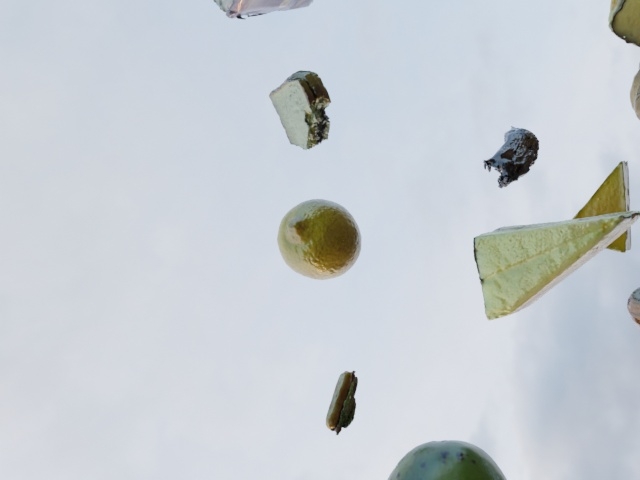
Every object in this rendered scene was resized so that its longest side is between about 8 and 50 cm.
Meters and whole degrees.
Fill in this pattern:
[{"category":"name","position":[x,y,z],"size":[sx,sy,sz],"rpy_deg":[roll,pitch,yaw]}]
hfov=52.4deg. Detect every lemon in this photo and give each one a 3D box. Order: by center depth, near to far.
[{"category":"lemon","position":[0.000,0.000,1.475],"size":[0.244,0.187,0.186],"rpy_deg":[29,-107,-60]}]

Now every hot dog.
[{"category":"hot dog","position":[0.049,0.320,1.285],"size":[0.056,0.041,0.133],"rpy_deg":[51,-129,-49]}]

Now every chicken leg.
[{"category":"chicken leg","position":[0.447,-0.200,1.502],"size":[0.234,0.105,0.063],"rpy_deg":[-49,-26,-37]}]

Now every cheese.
[{"category":"cheese","position":[0.568,-0.075,1.282],"size":[0.093,0.126,0.171],"rpy_deg":[-9,-65,-54]}]

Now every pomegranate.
[{"category":"pomegranate","position":[0.172,0.381,0.901],"size":[0.248,0.202,0.201],"rpy_deg":[29,-108,-70]}]

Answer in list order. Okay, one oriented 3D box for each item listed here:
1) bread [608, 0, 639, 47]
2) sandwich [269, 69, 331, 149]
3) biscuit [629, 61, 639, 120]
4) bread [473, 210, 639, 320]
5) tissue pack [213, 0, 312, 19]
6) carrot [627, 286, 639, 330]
[{"category":"bread","position":[0.607,-0.386,1.056],"size":[0.240,0.135,0.177],"rpy_deg":[12,-92,-17]},{"category":"sandwich","position":[-0.020,-0.165,0.819],"size":[0.036,0.105,0.093],"rpy_deg":[-29,-86,-23]},{"category":"biscuit","position":[0.361,-0.162,0.634],"size":[0.061,0.118,0.183],"rpy_deg":[52,-157,-19]},{"category":"bread","position":[0.416,0.046,1.124],"size":[0.168,0.264,0.163],"rpy_deg":[-10,-89,-50]},{"category":"tissue pack","position":[-0.026,-0.533,1.072],"size":[0.242,0.344,0.125],"rpy_deg":[-29,-98,-45]},{"category":"carrot","position":[0.382,0.117,0.697],"size":[0.216,0.048,0.048],"rpy_deg":[47,-116,-31]}]
